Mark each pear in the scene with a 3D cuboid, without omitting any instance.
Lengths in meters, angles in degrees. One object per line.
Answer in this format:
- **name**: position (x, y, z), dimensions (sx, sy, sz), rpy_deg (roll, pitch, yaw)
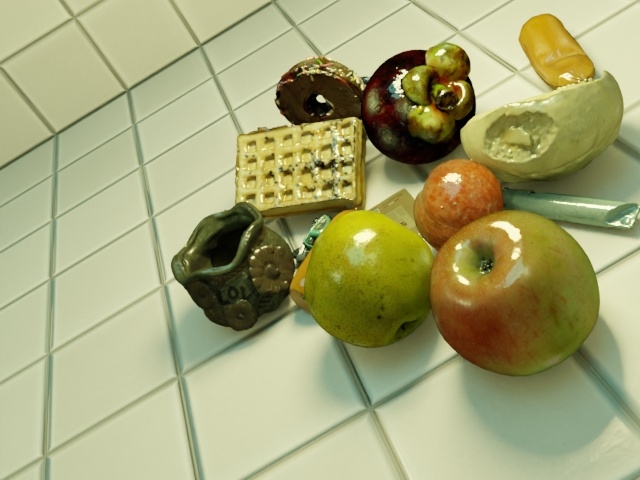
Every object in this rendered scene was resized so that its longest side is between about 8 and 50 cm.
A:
- **pear**: position (0.108, 0.089, 1.570), dimensions (0.294, 0.294, 0.294), rpy_deg (-20, 38, 16)

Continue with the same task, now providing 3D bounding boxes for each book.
- **book**: position (0.198, -0.051, 1.873), dimensions (0.138, 0.016, 0.198), rpy_deg (-31, 36, 1)

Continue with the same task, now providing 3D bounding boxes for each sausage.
- **sausage**: position (0.637, -0.493, 1.981), dimensions (0.134, 0.116, 0.354), rpy_deg (-11, 42, 4)
- **sausage**: position (0.036, 0.031, 1.824), dimensions (0.112, 0.112, 0.328), rpy_deg (5, 50, 40)

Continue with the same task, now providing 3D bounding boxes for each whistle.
- **whistle**: position (0.538, -0.071, 1.608), dimensions (0.312, 0.062, 0.062), rpy_deg (13, 55, 44)

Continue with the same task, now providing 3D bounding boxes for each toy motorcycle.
- **toy motorcycle**: position (0.000, 0.000, 1.927), dimensions (0.100, 0.058, 0.173), rpy_deg (17, 56, 39)

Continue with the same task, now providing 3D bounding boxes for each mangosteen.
- **mangosteen**: position (0.262, -0.361, 1.933), dimensions (0.330, 0.330, 0.330), rpy_deg (-20, 38, 16)

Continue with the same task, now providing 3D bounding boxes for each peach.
- **peach**: position (0.321, -0.059, 1.650), dimensions (0.232, 0.232, 0.232), rpy_deg (-20, 38, 16)

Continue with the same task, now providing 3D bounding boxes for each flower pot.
- **flower pot**: position (-0.209, 0.070, 1.851), dimensions (0.302, 0.213, 0.302), rpy_deg (-25, 35, 19)

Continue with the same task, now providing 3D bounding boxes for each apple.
- **apple**: position (0.353, 0.091, 1.375), dimensions (0.319, 0.277, 0.319), rpy_deg (-21, 39, 18)

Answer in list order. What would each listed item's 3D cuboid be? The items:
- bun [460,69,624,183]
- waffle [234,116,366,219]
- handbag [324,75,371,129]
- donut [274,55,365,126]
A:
- **bun**: position (0.515, -0.239, 1.682), dimensions (0.364, 0.202, 0.364), rpy_deg (-19, 7, 2)
- **waffle**: position (-0.057, -0.190, 2.034), dimensions (0.376, 0.114, 0.261), rpy_deg (-4, 73, 22)
- **handbag**: position (0.099, -0.420, 2.281), dimensions (0.229, 0.127, 0.208), rpy_deg (1, 41, 38)
- **donut**: position (0.004, -0.400, 2.055), dimensions (0.270, 0.269, 0.103), rpy_deg (-10, 45, 27)
